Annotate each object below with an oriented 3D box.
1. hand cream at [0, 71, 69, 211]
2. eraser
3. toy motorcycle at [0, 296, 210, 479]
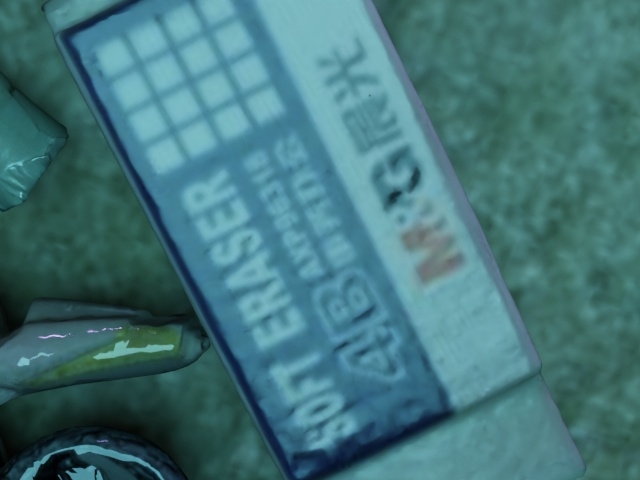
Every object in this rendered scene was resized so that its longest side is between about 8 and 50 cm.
[{"bbox_3d":[-0.197,-0.090,0.419,0.205,0.078,0.050,40,132,-25],"label":"hand cream"},{"bbox_3d":[0.000,0.000,0.456,0.124,0.081,0.279,-26,99,-1],"label":"eraser"},{"bbox_3d":[-0.219,0.074,0.442,0.340,0.108,0.223,2,90,-5],"label":"toy motorcycle"}]
